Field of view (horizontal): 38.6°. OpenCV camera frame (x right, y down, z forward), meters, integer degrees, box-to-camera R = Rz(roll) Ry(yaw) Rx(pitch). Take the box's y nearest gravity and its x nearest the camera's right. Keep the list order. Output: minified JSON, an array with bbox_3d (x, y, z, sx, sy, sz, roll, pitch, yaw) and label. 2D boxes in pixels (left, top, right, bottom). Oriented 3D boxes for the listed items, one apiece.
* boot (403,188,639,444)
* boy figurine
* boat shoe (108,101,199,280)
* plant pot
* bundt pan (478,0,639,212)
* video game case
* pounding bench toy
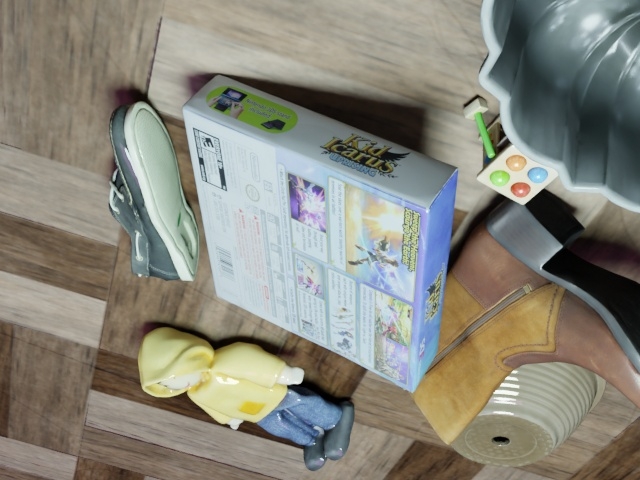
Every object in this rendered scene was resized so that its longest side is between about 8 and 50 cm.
[{"bbox_3d":[0.192,0.127,0.897,0.264,0.096,0.280,47,129,12],"label":"boot"},{"bbox_3d":[-0.092,0.188,1.139,0.285,0.092,0.177,30,139,-24],"label":"boy figurine"},{"bbox_3d":[-0.177,-0.039,0.904,0.079,0.084,0.233,4,142,8],"label":"boat shoe"},{"bbox_3d":[0.207,0.183,1.049,0.237,0.110,0.237,7,138,6],"label":"plant pot"},{"bbox_3d":[0.275,-0.171,0.621,0.330,0.124,0.331,7,140,6],"label":"bundt pan"},{"bbox_3d":[0.000,0.000,0.861,0.244,0.061,0.270,25,144,22],"label":"video game case"},{"bbox_3d":[0.159,-0.080,0.794,0.083,0.065,0.052,26,137,-16],"label":"pounding bench toy"}]
